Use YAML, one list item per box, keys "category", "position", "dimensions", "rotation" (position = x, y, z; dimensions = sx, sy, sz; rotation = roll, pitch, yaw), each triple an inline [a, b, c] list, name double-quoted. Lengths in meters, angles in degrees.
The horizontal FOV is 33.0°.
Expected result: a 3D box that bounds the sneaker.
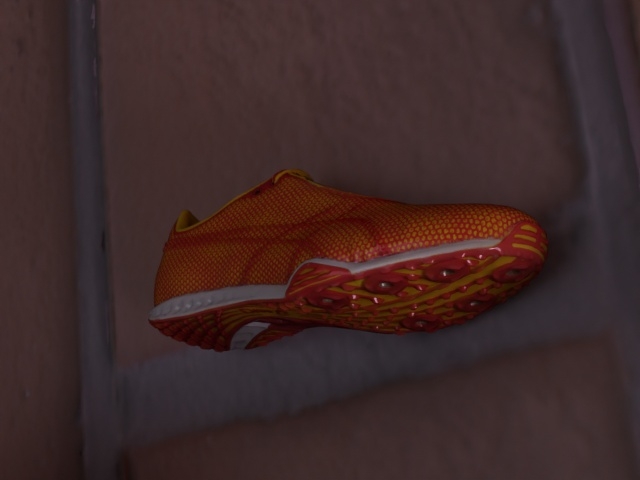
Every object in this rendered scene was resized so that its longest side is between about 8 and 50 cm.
- category: "sneaker"
  position: [0.000, 0.000, 0.390]
  dimensions: [0.175, 0.064, 0.067]
  rotation: [-7, 66, 39]
